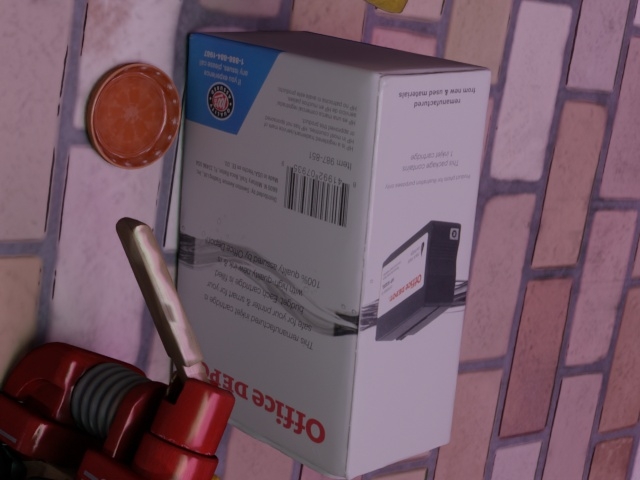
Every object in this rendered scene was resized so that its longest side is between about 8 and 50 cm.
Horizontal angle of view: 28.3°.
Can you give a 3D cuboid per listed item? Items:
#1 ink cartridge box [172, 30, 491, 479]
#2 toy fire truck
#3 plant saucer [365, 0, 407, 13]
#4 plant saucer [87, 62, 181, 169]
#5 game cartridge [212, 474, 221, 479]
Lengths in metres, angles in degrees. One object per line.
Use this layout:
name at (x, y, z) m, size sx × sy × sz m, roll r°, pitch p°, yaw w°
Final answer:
ink cartridge box at (0.000, 0.000, 1.011) m, size 0.129 × 0.223 × 0.307 m, roll -9°, pitch 111°, yaw -42°
toy fire truck at (-0.150, 0.112, 0.914) m, size 0.158 × 0.217 × 0.246 m, roll 26°, pitch 85°, yaw -44°
plant saucer at (-0.030, -0.363, 0.844) m, size 0.333 × 0.081 × 0.332 m, roll 22°, pitch 56°, yaw -45°
plant saucer at (-0.146, -0.097, 0.988) m, size 0.083 × 0.013 × 0.083 m, roll -17°, pitch 115°, yaw -40°
game cartridge at (-0.170, 0.388, 1.108) m, size 0.285 × 0.053 × 0.323 m, roll -33°, pitch 125°, yaw -31°
